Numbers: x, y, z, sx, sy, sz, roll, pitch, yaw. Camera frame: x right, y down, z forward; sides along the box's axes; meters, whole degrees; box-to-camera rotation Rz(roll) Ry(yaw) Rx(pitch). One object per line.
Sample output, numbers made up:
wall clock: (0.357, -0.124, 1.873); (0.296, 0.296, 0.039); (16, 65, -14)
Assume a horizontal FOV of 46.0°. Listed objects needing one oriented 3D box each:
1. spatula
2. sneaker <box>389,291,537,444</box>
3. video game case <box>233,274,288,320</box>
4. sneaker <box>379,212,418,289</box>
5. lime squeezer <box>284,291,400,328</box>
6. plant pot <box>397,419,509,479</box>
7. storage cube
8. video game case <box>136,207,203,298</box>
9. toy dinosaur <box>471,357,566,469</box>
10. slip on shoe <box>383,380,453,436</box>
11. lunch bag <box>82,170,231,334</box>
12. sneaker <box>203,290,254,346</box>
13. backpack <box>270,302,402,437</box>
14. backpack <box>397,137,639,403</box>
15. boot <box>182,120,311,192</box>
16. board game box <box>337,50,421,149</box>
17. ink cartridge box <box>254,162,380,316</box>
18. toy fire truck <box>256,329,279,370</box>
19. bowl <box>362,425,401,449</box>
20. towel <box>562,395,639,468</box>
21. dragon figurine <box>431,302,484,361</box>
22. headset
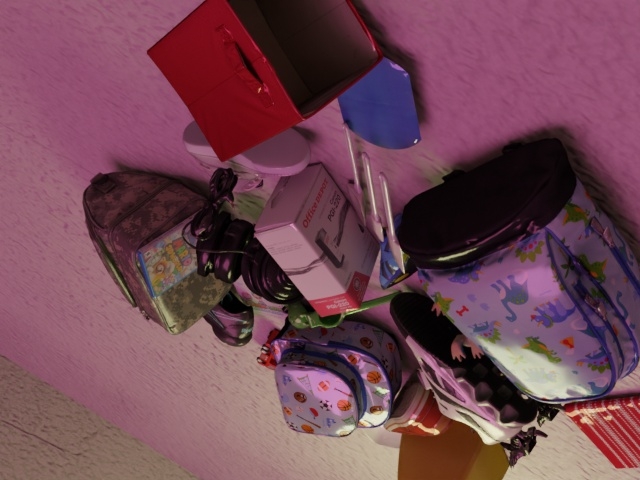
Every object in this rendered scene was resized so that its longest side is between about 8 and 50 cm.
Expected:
spatula: (0.078, -0.067, 1.194); (0.168, 0.019, 0.242); (59, 173, 36)
sneaker: (0.231, 0.245, 1.395); (0.330, 0.122, 0.146); (48, 137, 20)
video game case: (-0.120, 0.126, 1.695); (0.157, 0.019, 0.143); (10, 141, 28)
sneaker: (0.136, 0.019, 1.329); (0.082, 0.069, 0.209); (56, 160, 17)
lime squeezer: (0.007, 0.141, 1.512); (0.310, 0.110, 0.059); (-4, 97, 35)
plant pot: (0.293, 0.527, 1.745); (0.212, 0.187, 0.212); (5, 139, 33)
storage cube: (-0.072, -0.245, 0.996); (0.193, 0.215, 0.184); (-18, 111, 49)
video game case: (-0.268, 0.022, 1.445); (0.015, 0.166, 0.119); (30, 142, 34)
toy dinosaur: (0.342, 0.308, 1.470); (0.218, 0.164, 0.322); (42, 170, 12)
slip on shoe: (0.206, 0.367, 1.604); (0.101, 0.123, 0.331); (30, 167, 3)
lunch bag: (-0.351, 0.014, 1.576); (0.256, 0.212, 0.305); (30, 150, 35)
sneaker: (-0.261, 0.137, 1.766); (0.267, 0.101, 0.106); (30, 126, 14)
backpack: (0.037, 0.286, 1.605); (0.263, 0.213, 0.277); (-2, 124, 16)
backpack: (0.320, 0.068, 1.103); (0.355, 0.273, 0.290); (36, 142, -30)
boot: (-0.113, -0.136, 1.301); (0.258, 0.095, 0.123); (17, 153, 31)
board game box: (0.086, -0.209, 1.089); (0.133, 0.033, 0.169); (16, 142, 33)
ink cartridge box: (0.000, 0.000, 1.306); (0.092, 0.159, 0.218); (-15, 127, 35)
toy fire truck: (-0.076, 0.278, 1.835); (0.135, 0.047, 0.192); (28, 147, 2)
bowl: (0.169, 0.458, 1.873); (0.142, 0.053, 0.142); (-2, 135, 41)
towel: (0.618, 0.355, 1.410); (0.199, 0.031, 0.275); (45, 142, -17)
dragon figurine: (0.277, 0.115, 1.304); (0.085, 0.144, 0.289); (-27, 86, 52)
headset: (-0.117, 0.005, 1.391); (0.243, 0.185, 0.394); (18, 174, 26)
